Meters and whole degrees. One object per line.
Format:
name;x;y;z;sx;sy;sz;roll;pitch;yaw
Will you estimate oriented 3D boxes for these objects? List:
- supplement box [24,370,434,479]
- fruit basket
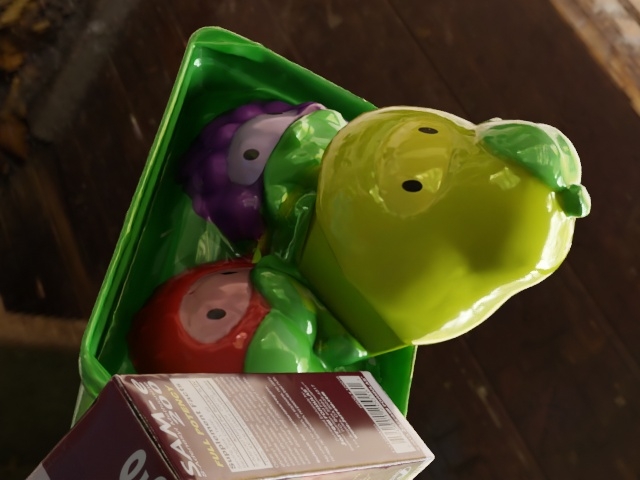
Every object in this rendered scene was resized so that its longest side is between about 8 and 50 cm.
supplement box;-0.054;0.137;0.732;0.130;0.073;0.239;-48;153;20
fruit basket;0.000;0.000;1.027;0.283;0.392;0.392;26;121;-15
